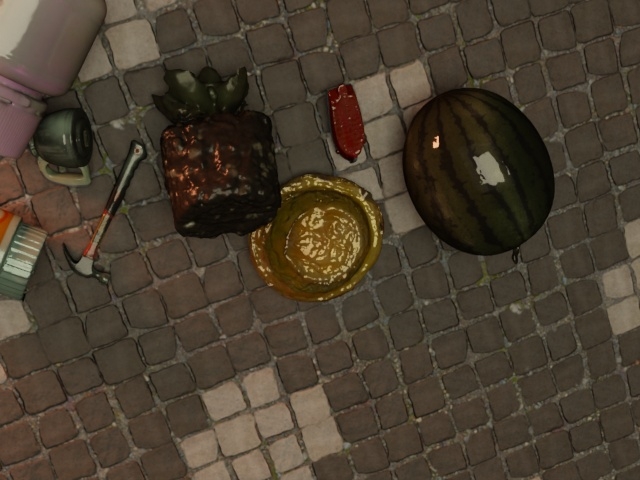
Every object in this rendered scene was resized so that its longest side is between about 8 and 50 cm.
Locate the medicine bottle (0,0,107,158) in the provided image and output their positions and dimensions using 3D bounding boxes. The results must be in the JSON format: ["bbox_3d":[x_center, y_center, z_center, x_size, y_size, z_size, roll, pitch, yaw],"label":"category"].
[{"bbox_3d":[-0.543,-0.328,1.470,0.256,0.256,0.324,28,95,-16],"label":"medicine bottle"}]

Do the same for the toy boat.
[{"bbox_3d":[0.051,-0.233,1.722,0.069,0.059,0.172,-17,111,-8],"label":"toy boat"}]

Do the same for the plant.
[{"bbox_3d":[-0.195,-0.175,1.612,0.215,0.213,0.312,-11,68,-10],"label":"plant"}]

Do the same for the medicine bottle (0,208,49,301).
[{"bbox_3d":[-0.670,-0.008,1.561,0.318,0.158,0.158,22,96,-16],"label":"medicine bottle"}]

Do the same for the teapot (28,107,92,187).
[{"bbox_3d":[-0.484,-0.180,1.609,0.108,0.149,0.111,0,62,6],"label":"teapot"}]

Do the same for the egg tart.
[{"bbox_3d":[0.000,0.000,1.735,0.288,0.118,0.288,-2,99,-15],"label":"egg tart"}]

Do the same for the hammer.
[{"bbox_3d":[-0.408,-0.058,1.673,0.111,0.033,0.287,25,95,-17],"label":"hammer"}]

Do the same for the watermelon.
[{"bbox_3d":[0.313,-0.123,1.687,0.279,0.279,0.359,-35,107,-3],"label":"watermelon"}]
